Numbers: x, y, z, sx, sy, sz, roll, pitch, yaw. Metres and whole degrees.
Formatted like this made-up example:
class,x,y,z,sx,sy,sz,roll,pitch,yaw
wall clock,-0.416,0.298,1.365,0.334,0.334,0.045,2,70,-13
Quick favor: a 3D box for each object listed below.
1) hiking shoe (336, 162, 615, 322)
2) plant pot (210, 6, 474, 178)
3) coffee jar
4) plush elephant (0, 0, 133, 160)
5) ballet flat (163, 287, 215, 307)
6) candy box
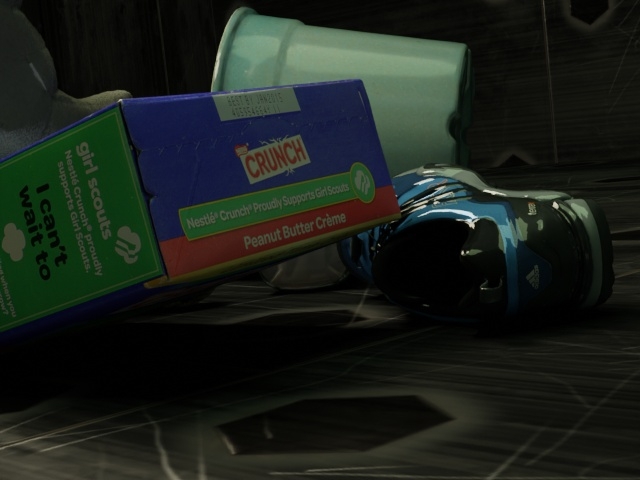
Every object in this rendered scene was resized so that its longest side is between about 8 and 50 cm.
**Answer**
class,x,y,z,sx,sy,sz,roll,pitch,yaw
hiking shoe,0.082,-0.001,0.967,0.132,0.113,0.304,-9,5,-30
plant pot,0.046,-0.164,1.810,0.334,0.341,0.341,3,7,12
coffee jar,0.000,0.000,1.251,0.096,0.079,0.184,-5,5,11
plush elephant,-0.349,-0.105,1.091,0.255,0.272,0.330,-16,23,32
ballet flat,-0.216,0.040,1.151,0.249,0.084,0.058,-2,29,4
candy box,-0.144,-0.006,0.907,0.317,0.122,0.268,-21,-4,36
